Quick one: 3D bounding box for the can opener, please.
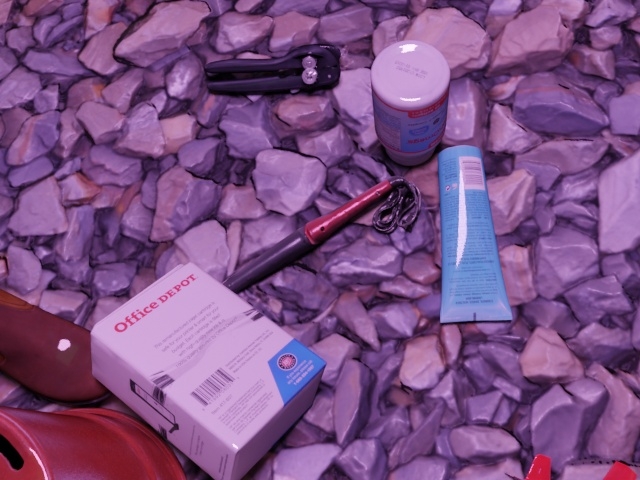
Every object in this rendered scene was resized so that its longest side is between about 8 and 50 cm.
[{"bbox_3d":[-0.063,-0.222,0.969,0.186,0.073,0.059,-9,106,7],"label":"can opener"}]

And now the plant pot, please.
[{"bbox_3d":[-0.284,0.269,0.676,0.273,0.265,0.272,-2,67,6],"label":"plant pot"}]

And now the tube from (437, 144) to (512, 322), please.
[{"bbox_3d":[0.172,-0.008,0.852,0.080,0.052,0.207,-5,73,10],"label":"tube"}]

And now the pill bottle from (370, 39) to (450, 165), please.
[{"bbox_3d":[0.105,-0.153,0.855,0.087,0.160,0.087,-3,68,6],"label":"pill bottle"}]

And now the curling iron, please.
[{"bbox_3d":[0.000,0.000,0.873,0.274,0.035,0.068,-25,67,-4],"label":"curling iron"}]

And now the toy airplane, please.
[{"bbox_3d":[0.256,0.275,0.734,0.151,0.028,0.151,-2,67,6],"label":"toy airplane"}]

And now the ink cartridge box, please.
[{"bbox_3d":[-0.121,0.136,0.778,0.203,0.085,0.148,34,46,20],"label":"ink cartridge box"}]

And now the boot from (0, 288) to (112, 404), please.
[{"bbox_3d":[-0.360,0.072,0.755,0.264,0.280,0.096,30,75,17],"label":"boot"}]
